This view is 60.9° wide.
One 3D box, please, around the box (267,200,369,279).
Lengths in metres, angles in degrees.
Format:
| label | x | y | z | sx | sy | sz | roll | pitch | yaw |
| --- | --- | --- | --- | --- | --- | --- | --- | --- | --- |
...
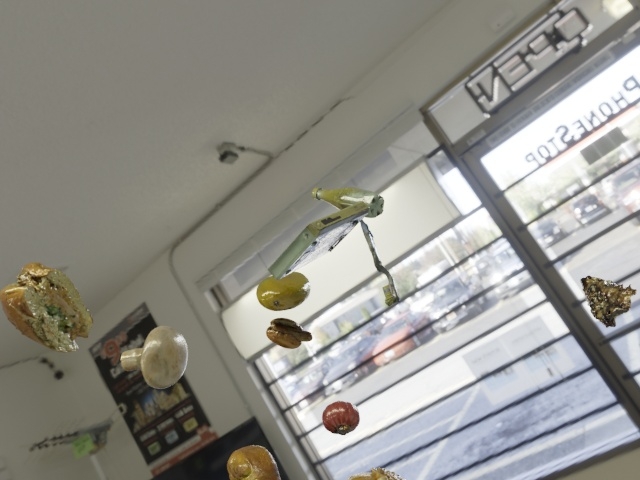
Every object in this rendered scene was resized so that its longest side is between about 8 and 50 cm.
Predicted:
| label | x | y | z | sx | sy | sz | roll | pitch | yaw |
| --- | --- | --- | --- | --- | --- | --- | --- | --- | --- |
| box | 0.000 | 0.000 | 1.385 | 0.211 | 0.045 | 0.270 | -47 | -11 | 32 |

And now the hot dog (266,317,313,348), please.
| label | x | y | z | sx | sy | sz | roll | pitch | yaw |
| --- | --- | --- | --- | --- | --- | --- | --- | --- | --- |
| hot dog | -0.096 | 0.290 | 1.683 | 0.090 | 0.140 | 0.060 | -64 | 8 | -27 |

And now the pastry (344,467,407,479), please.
| label | x | y | z | sx | sy | sz | roll | pitch | yaw |
| --- | --- | --- | --- | --- | --- | --- | --- | --- | --- |
| pastry | 0.176 | 0.686 | 1.171 | 0.245 | 0.410 | 0.409 | -34 | -10 | -3 |

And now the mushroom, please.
| label | x | y | z | sx | sy | sz | roll | pitch | yaw |
| --- | --- | --- | --- | --- | --- | --- | --- | --- | --- |
| mushroom | -0.549 | 0.404 | 1.849 | 0.209 | 0.206 | 0.206 | -30 | -8 | 24 |

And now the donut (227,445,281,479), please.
| label | x | y | z | sx | sy | sz | roll | pitch | yaw |
| --- | --- | --- | --- | --- | --- | --- | --- | --- | --- |
| donut | -0.190 | 0.711 | 1.588 | 0.113 | 0.227 | 0.226 | -16 | -16 | -30 |

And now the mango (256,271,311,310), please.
| label | x | y | z | sx | sy | sz | roll | pitch | yaw |
| --- | --- | --- | --- | --- | --- | --- | --- | --- | --- |
| mango | -0.101 | 0.151 | 1.662 | 0.237 | 0.137 | 0.091 | -19 | -54 | -53 |

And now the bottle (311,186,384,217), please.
| label | x | y | z | sx | sy | sz | roll | pitch | yaw |
| --- | --- | --- | --- | --- | --- | --- | --- | --- | --- |
| bottle | 0.077 | -0.127 | 1.689 | 0.083 | 0.083 | 0.269 | -24 | 28 | -38 |

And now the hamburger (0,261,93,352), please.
| label | x | y | z | sx | sy | sz | roll | pitch | yaw |
| --- | --- | --- | --- | --- | --- | --- | --- | --- | --- |
| hamburger | -0.695 | 0.175 | 1.356 | 0.283 | 0.156 | 0.144 | 86 | -157 | -46 |

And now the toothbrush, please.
| label | x | y | z | sx | sy | sz | roll | pitch | yaw |
| --- | --- | --- | --- | --- | --- | --- | --- | --- | --- |
| toothbrush | 0.157 | 0.045 | 1.526 | 0.042 | 0.035 | 0.413 | -26 | 32 | 8 |

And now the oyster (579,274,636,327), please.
| label | x | y | z | sx | sy | sz | roll | pitch | yaw |
| --- | --- | --- | --- | --- | --- | --- | --- | --- | --- |
| oyster | 0.457 | 0.096 | 0.887 | 0.086 | 0.029 | 0.132 | -59 | 8 | -8 |

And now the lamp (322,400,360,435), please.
| label | x | y | z | sx | sy | sz | roll | pitch | yaw |
| --- | --- | --- | --- | --- | --- | --- | --- | --- | --- |
| lamp | 0.057 | 0.494 | 1.516 | 0.107 | 0.092 | 0.108 | -4 | -51 | -4 |
